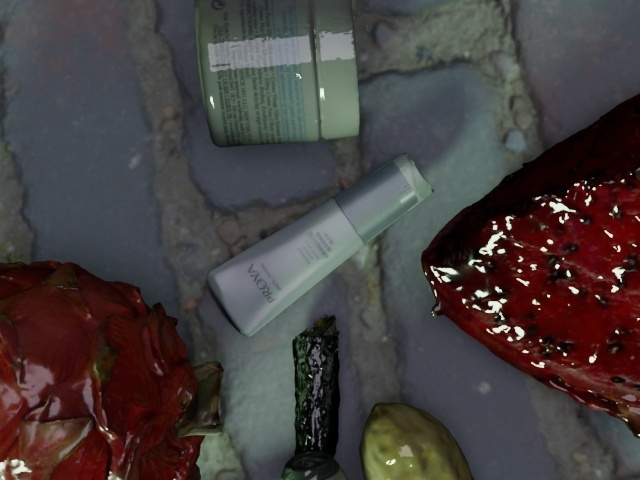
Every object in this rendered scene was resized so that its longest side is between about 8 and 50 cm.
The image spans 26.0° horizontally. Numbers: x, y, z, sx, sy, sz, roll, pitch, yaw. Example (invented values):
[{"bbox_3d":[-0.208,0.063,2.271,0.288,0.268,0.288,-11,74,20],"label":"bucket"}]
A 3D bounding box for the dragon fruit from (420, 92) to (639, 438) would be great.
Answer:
[{"bbox_3d":[0.304,0.039,1.439,0.286,0.228,0.329,-27,111,28],"label":"dragon fruit"}]

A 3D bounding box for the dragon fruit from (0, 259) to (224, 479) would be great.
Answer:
[{"bbox_3d":[-0.263,0.156,1.325,0.342,0.277,0.277,7,88,-3],"label":"dragon fruit"}]

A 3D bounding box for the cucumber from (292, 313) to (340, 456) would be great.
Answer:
[{"bbox_3d":[-0.004,0.169,1.442,0.053,0.053,0.182,-1,91,-2],"label":"cucumber"}]

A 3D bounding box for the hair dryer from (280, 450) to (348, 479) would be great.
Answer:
[{"bbox_3d":[-0.058,0.355,1.428,0.267,0.092,0.229,-24,100,17],"label":"hair dryer"}]

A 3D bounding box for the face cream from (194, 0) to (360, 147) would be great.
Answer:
[{"bbox_3d":[-0.043,-0.185,1.386,0.152,0.177,0.177,-4,88,-1],"label":"face cream"}]

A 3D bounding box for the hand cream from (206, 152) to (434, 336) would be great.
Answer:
[{"bbox_3d":[0.000,0.000,1.445,0.255,0.048,0.079,-35,91,-2],"label":"hand cream"}]

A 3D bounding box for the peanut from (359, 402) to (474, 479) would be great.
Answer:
[{"bbox_3d":[0.123,0.286,1.401,0.111,0.125,0.274,-31,90,0],"label":"peanut"}]
